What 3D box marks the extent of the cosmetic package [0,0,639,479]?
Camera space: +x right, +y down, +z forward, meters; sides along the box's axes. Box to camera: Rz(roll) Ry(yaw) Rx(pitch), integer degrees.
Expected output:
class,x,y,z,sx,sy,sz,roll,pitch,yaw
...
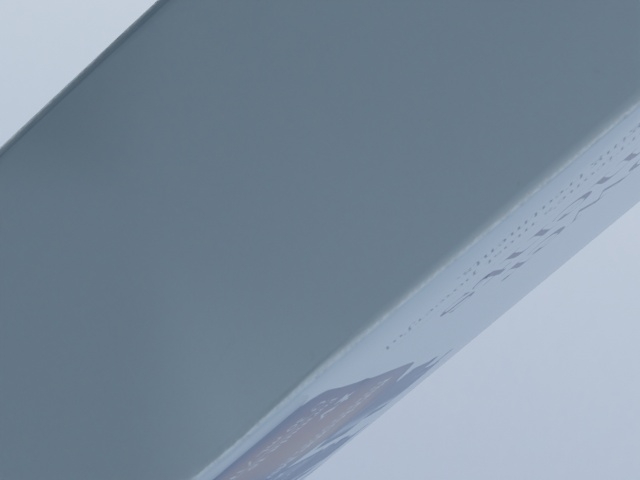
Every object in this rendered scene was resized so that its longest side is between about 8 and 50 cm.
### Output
class,x,y,z,sx,sy,sz,roll,pitch,yaw
cosmetic package,0.000,0.000,0.560,0.377,0.284,0.097,-41,-96,15
